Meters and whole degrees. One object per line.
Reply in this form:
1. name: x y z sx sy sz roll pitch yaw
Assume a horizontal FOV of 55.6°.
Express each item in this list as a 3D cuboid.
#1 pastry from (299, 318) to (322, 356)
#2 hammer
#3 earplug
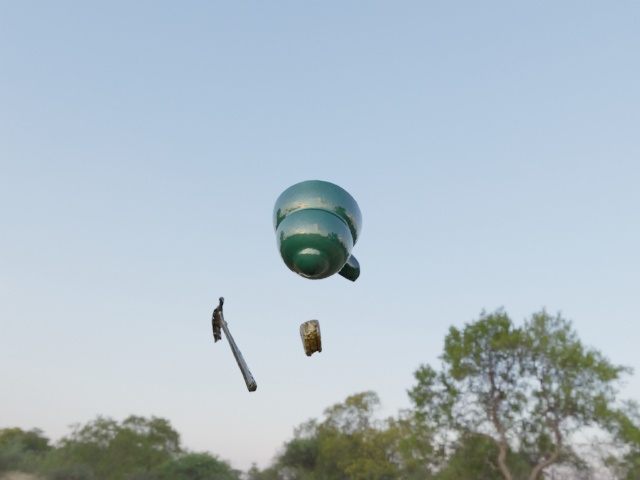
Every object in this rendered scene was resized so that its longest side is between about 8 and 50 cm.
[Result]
1. pastry: -0.024 0.272 1.699 0.057 0.109 0.097 -11 23 -8
2. hammer: -0.214 0.264 1.498 0.027 0.297 0.125 -2 -61 -29
3. earplug: -0.006 0.004 1.121 0.164 0.280 0.257 4 -62 5
